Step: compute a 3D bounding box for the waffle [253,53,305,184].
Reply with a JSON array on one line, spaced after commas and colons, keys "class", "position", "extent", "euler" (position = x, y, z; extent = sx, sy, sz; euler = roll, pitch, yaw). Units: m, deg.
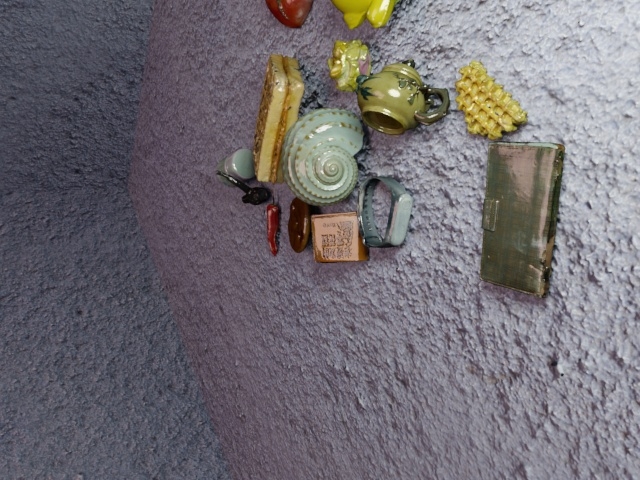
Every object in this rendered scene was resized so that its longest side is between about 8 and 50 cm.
[{"class": "waffle", "position": [-0.145, -0.403, 1.772], "extent": [0.261, 0.114, 0.376], "euler": [-107, 27, -52]}]

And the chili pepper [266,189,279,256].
[{"class": "chili pepper", "position": [-0.187, -0.062, 2.030], "extent": [0.059, 0.050, 0.268], "euler": [15, 110, 38]}]

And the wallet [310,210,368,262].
[{"class": "wallet", "position": [0.056, -0.007, 1.631], "extent": [0.195, 0.042, 0.161], "euler": [-3, 96, 36]}]

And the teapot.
[{"class": "teapot", "position": [0.200, -0.368, 1.308], "extent": [0.269, 0.173, 0.183], "euler": [17, 79, 30]}]

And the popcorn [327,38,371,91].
[{"class": "popcorn", "position": [0.081, -0.489, 1.475], "extent": [0.145, 0.126, 0.126], "euler": [104, 172, -63]}]

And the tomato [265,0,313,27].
[{"class": "tomato", "position": [-0.115, -0.828, 1.729], "extent": [0.228, 0.101, 0.228], "euler": [10, 103, 53]}]

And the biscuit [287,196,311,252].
[{"class": "biscuit", "position": [-0.076, -0.061, 1.830], "extent": [0.212, 0.036, 0.212], "euler": [-176, 90, -70]}]

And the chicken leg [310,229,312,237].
[{"class": "chicken leg", "position": [0.002, -0.005, 1.755], "extent": [0.219, 0.048, 0.089], "euler": [41, 126, 45]}]

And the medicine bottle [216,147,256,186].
[{"class": "medicine bottle", "position": [-0.334, -0.295, 2.131], "extent": [0.168, 0.135, 0.135], "euler": [-15, 83, 57]}]

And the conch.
[{"class": "conch", "position": [-0.018, -0.263, 1.598], "extent": [0.319, 0.215, 0.303], "euler": [24, 105, 51]}]

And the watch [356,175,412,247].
[{"class": "watch", "position": [0.171, -0.075, 1.473], "extent": [0.193, 0.068, 0.206], "euler": [29, 117, 55]}]

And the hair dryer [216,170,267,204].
[{"class": "hair dryer", "position": [-0.327, -0.215, 2.085], "extent": [0.195, 0.219, 0.075], "euler": [-3, 56, 60]}]

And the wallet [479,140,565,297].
[{"class": "wallet", "position": [0.423, -0.050, 1.115], "extent": [0.169, 0.044, 0.317], "euler": [17, 112, 50]}]

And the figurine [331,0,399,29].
[{"class": "figurine", "position": [0.133, -0.698, 1.263], "extent": [0.340, 0.231, 0.324], "euler": [-46, 57, 43]}]

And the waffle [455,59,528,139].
[{"class": "waffle", "position": [0.366, -0.313, 1.147], "extent": [0.160, 0.046, 0.192], "euler": [-18, 81, 58]}]
